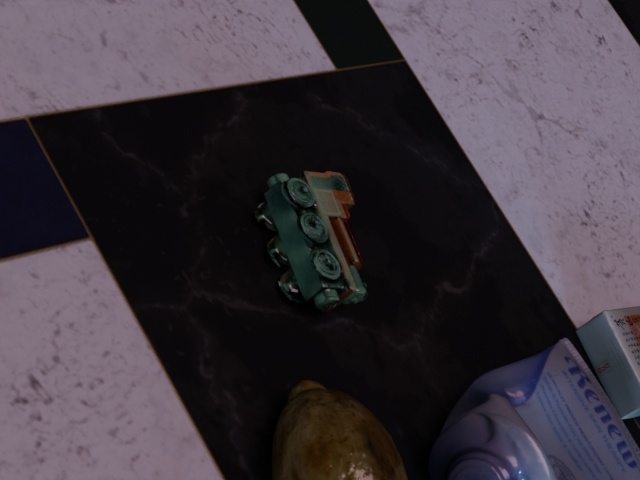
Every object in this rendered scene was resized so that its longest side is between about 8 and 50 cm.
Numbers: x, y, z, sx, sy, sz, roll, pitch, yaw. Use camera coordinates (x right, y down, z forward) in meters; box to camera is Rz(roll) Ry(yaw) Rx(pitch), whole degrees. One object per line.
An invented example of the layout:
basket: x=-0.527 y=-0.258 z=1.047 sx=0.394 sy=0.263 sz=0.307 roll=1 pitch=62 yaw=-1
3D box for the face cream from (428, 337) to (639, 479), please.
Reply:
face cream: x=0.264 y=0.243 z=1.468 sx=0.420 sy=0.137 sz=0.235 roll=-7 pitch=62 yaw=-57

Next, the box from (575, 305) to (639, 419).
box: x=0.449 y=0.158 z=1.715 sx=0.201 sy=0.058 sz=0.141 roll=-2 pitch=61 yaw=-41

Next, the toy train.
toy train: x=0.000 y=0.000 z=1.438 sx=0.118 sy=0.074 sz=0.176 roll=3 pitch=55 yaw=-44

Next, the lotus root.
lotus root: x=0.012 y=0.218 z=1.241 sx=0.138 sy=0.138 sz=0.214 roll=10 pitch=42 yaw=-36
